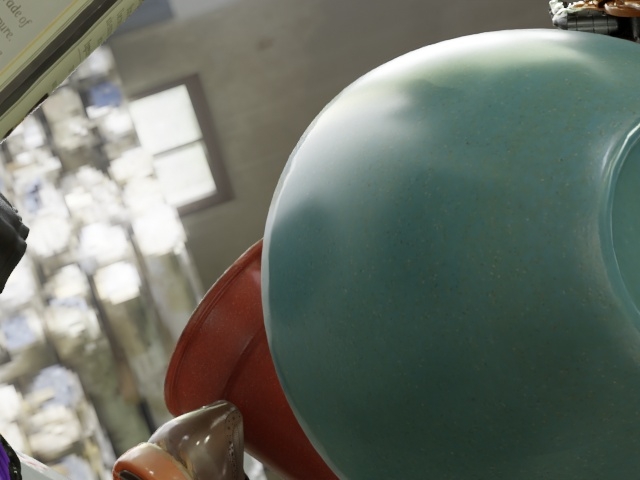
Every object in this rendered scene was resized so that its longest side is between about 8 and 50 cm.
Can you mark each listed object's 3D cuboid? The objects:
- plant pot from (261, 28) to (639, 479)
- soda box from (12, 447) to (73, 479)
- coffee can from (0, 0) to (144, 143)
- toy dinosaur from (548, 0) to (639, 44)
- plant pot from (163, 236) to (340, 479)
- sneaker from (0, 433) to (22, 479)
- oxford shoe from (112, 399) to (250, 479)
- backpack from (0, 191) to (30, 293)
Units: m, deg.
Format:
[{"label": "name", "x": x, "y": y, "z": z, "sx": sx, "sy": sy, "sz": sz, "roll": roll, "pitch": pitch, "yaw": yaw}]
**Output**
[{"label": "plant pot", "x": 0.140, "y": 0.013, "z": 0.735, "sx": 0.195, "sy": 0.290, "sz": 0.290, "roll": -22, "pitch": -93, "yaw": 63}, {"label": "soda box", "x": -0.330, "y": 0.217, "z": 1.352, "sx": 0.216, "sy": 0.069, "sz": 0.074, "roll": 28, "pitch": -7, "yaw": -3}, {"label": "coffee can", "x": -0.217, "y": -0.094, "z": 0.582, "sx": 0.201, "sy": 0.275, "sz": 0.201, "roll": 41, "pitch": -11, "yaw": 10}, {"label": "toy dinosaur", "x": 0.292, "y": -0.168, "z": 1.100, "sx": 0.322, "sy": 0.218, "sz": 0.164, "roll": -95, "pitch": 176, "yaw": -48}, {"label": "plant pot", "x": 0.024, "y": 0.159, "z": 1.498, "sx": 0.265, "sy": 0.272, "sz": 0.272, "roll": 38, "pitch": -21, "yaw": 24}, {"label": "sneaker", "x": -0.279, "y": 0.210, "z": 1.148, "sx": 0.293, "sy": 0.102, "sz": 0.146, "roll": 57, "pitch": 4, "yaw": 30}, {"label": "oxford shoe", "x": -0.125, "y": 0.289, "z": 1.462, "sx": 0.130, "sy": 0.133, "sz": 0.364, "roll": 39, "pitch": -31, "yaw": 17}, {"label": "backpack", "x": -0.318, "y": -0.031, "z": 0.899, "sx": 0.263, "sy": 0.213, "sz": 0.276, "roll": 27, "pitch": -29, "yaw": 55}]
